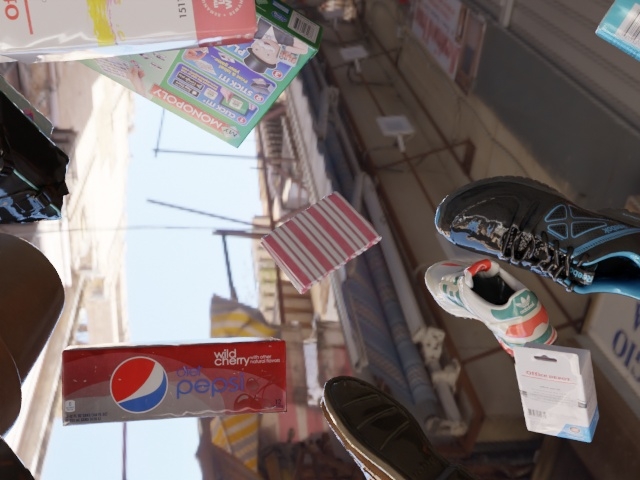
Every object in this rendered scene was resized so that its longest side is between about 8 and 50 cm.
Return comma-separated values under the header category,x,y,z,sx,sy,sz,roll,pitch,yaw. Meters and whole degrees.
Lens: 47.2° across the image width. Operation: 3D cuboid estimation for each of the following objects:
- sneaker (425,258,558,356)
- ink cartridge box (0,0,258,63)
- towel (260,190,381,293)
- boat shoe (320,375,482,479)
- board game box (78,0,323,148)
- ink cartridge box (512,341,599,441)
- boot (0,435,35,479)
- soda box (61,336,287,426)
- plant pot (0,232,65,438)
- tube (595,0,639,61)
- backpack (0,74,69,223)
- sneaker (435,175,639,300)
category,x,y,z,sx,sy,sz,roll,pitch,yaw
sneaker,0.143,0.038,0.651,0.057,0.075,0.161,-33,-149,-10
ink cartridge box,-0.145,-0.176,0.460,0.198,0.115,0.067,-8,-170,-6
towel,0.000,0.000,1.424,0.197,0.029,0.144,-33,-116,-16
boat shoe,0.102,0.308,0.960,0.111,0.104,0.307,-15,-137,-40
board game box,-0.186,-0.253,0.863,0.317,0.213,0.046,28,-128,-19
ink cartridge box,0.172,0.103,0.533,0.048,0.083,0.028,3,-145,34
boot,-0.240,0.342,0.517,0.367,0.445,0.146,-7,-152,35
soda box,-0.176,0.168,0.896,0.263,0.092,0.083,0,175,-15
plant pot,-0.436,0.109,0.888,0.263,0.263,0.229,12,-149,12
tube,0.324,-0.136,0.586,0.207,0.080,0.052,37,-109,12
backpack,-0.377,-0.086,0.750,0.188,0.166,0.144,-15,-115,9
sneaker,0.338,-0.001,1.061,0.341,0.125,0.139,9,-145,1
